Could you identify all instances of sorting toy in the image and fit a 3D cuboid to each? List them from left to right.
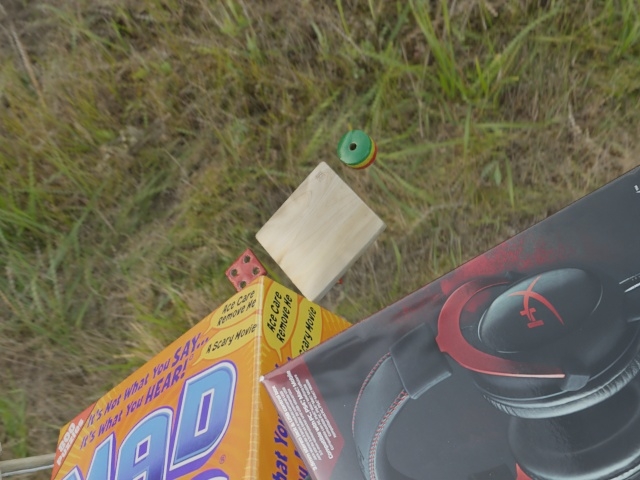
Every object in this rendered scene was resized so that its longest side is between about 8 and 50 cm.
[{"bbox_3d":[0.000,0.000,1.242,0.274,0.046,0.132,-48,56,8],"label":"sorting toy"}]

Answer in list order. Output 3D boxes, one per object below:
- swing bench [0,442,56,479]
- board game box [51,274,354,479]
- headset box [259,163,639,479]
[{"bbox_3d":[-0.430,0.438,1.435,0.165,0.254,0.253,-59,38,26],"label":"swing bench"},{"bbox_3d":[-0.040,0.327,0.970,0.356,0.356,0.357,-37,37,33],"label":"board game box"},{"bbox_3d":[0.122,0.117,0.579,0.293,0.110,0.218,-30,81,18],"label":"headset box"}]
